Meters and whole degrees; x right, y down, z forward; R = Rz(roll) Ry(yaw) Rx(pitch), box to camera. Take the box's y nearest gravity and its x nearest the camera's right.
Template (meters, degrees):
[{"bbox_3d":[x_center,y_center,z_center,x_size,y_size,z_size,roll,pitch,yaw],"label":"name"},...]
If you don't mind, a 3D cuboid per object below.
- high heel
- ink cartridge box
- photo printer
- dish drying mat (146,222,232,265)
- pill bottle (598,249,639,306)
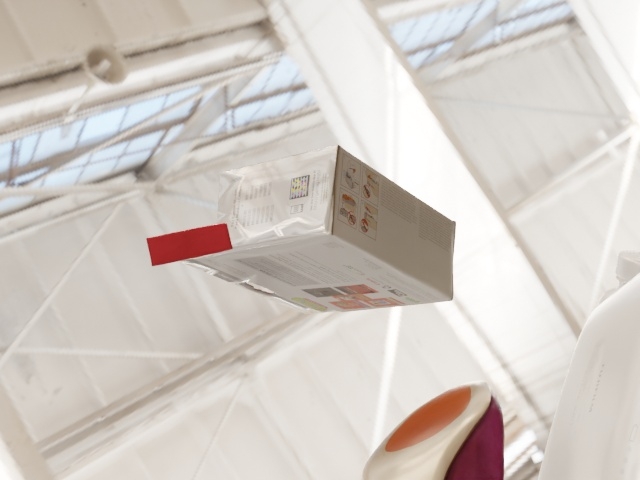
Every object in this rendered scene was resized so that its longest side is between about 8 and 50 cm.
[{"bbox_3d":[0.115,0.265,0.869,0.181,0.127,0.377,57,-150,-9],"label":"high heel"},{"bbox_3d":[0.000,0.000,1.484,0.309,0.272,0.130,28,-120,-49],"label":"ink cartridge box"},{"bbox_3d":[0.287,0.150,0.906,0.107,0.307,0.256,19,-106,4],"label":"photo printer"},{"bbox_3d":[-0.133,0.004,1.054,0.083,0.008,0.032,-12,-109,-8],"label":"dish drying mat"},{"bbox_3d":[0.446,0.143,1.432,0.136,0.136,0.246,-6,-74,-41],"label":"pill bottle"}]
